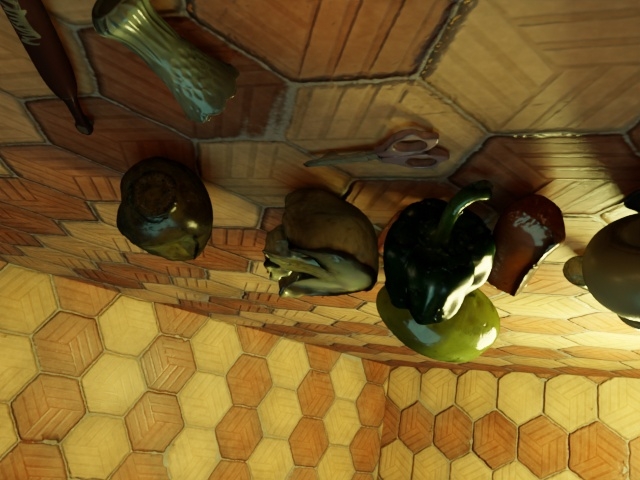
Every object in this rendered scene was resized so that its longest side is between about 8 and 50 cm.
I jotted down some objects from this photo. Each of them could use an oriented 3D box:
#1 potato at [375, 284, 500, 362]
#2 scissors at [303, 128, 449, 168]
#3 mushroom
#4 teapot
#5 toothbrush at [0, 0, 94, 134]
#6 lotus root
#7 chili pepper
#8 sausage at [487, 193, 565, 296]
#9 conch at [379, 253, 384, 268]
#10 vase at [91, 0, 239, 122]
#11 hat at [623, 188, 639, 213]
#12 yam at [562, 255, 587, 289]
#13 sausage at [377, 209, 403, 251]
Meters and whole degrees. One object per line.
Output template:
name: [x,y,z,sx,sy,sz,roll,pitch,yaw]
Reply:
potato: [0.279,0.180,1.291,0.304,0.216,0.216,17,161,-29]
scissors: [0.070,-0.120,0.765,0.212,0.021,0.110,-1,163,29]
mushroom: [0.008,-0.001,0.943,0.189,0.164,0.267,4,159,5]
teapot: [0.534,0.035,0.747,0.318,0.220,0.149,-10,114,22]
toothbrush: [-0.322,-0.213,0.656,0.040,0.041,0.364,12,163,-6]
lotus root: [-0.263,-0.051,0.944,0.160,0.152,0.275,14,168,-7]
chili pepper: [0.188,0.007,0.862,0.165,0.174,0.261,38,141,37]
sausage: [0.332,0.012,0.916,0.102,0.102,0.330,6,161,11]
conch: [0.045,0.027,1.124,0.232,0.080,0.086,28,-172,-36]
vase: [-0.162,-0.197,0.568,0.081,0.081,0.148,-3,155,33]
hat: [0.448,-0.064,0.695,0.121,0.050,0.121,11,158,4]
yam: [0.591,0.096,1.089,0.317,0.067,0.071,20,155,-34]
sausage: [0.133,-0.015,1.042,0.029,0.029,0.223,11,163,-3]
